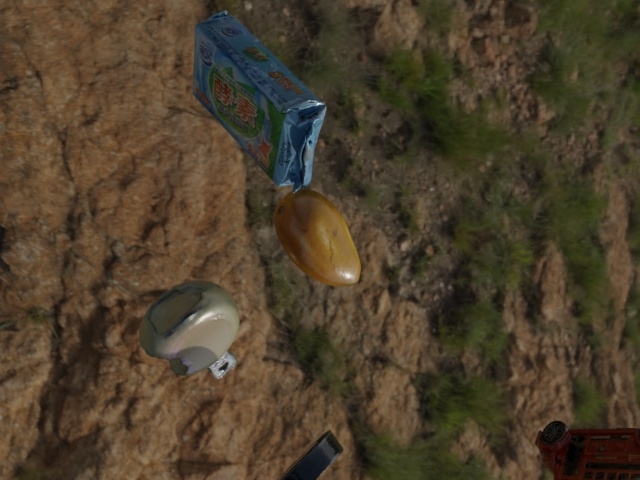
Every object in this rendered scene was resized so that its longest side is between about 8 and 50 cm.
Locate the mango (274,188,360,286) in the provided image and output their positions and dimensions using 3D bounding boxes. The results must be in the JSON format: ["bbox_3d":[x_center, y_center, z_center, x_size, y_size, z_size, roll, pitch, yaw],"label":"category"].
[{"bbox_3d":[0.000,0.000,1.319,0.219,0.112,0.145,51,44,-6],"label":"mango"}]

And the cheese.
[{"bbox_3d":[-0.202,0.174,1.171,0.163,0.082,0.286,-38,149,-15],"label":"cheese"}]

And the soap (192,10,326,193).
[{"bbox_3d":[-0.099,-0.212,1.035,0.077,0.293,0.156,-30,155,-30],"label":"soap"}]

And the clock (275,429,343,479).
[{"bbox_3d":[-0.038,0.387,1.116,0.184,0.184,0.040,-39,79,-26],"label":"clock"}]

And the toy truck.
[{"bbox_3d":[0.427,0.332,0.988,0.107,0.252,0.114,43,55,-17],"label":"toy truck"}]
